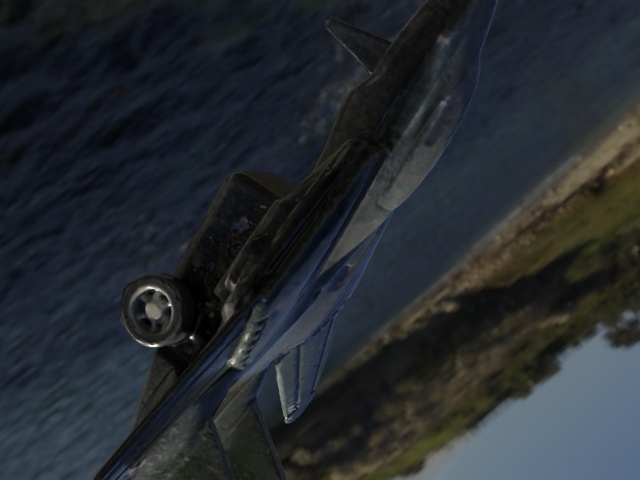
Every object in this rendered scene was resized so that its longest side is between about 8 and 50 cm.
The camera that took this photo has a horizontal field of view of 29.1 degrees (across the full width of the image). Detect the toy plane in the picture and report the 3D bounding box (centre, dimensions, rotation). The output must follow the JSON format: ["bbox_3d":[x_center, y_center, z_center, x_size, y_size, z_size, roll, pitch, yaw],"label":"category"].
[{"bbox_3d":[-0.010,-0.006,0.508,0.267,0.088,0.212,-66,161,13],"label":"toy plane"}]
